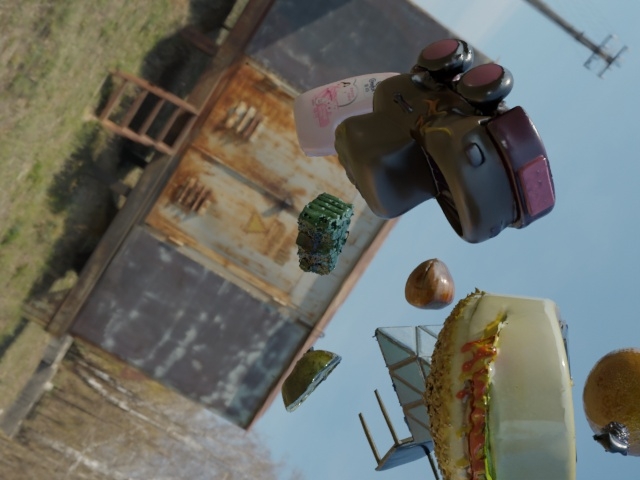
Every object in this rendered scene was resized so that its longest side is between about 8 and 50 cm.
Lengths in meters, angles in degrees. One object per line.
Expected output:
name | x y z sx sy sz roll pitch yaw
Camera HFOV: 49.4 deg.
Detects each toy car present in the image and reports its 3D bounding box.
toy car | 0.175 -0.125 1.055 0.240 0.271 0.340 -30 -143 -4

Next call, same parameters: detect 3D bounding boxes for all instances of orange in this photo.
orange | 0.786 0.395 1.722 0.274 0.274 0.274 -56 -169 16

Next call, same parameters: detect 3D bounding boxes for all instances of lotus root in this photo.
lotus root | -0.035 0.322 1.671 0.183 0.078 0.203 -44 166 -9

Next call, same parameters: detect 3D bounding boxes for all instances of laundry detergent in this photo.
laundry detergent | 0.114 -0.270 1.422 0.088 0.335 0.159 39 41 -69

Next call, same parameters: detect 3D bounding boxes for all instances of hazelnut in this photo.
hazelnut | 0.308 0.125 1.959 0.150 0.150 0.150 -56 -169 16

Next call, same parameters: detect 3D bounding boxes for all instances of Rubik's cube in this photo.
Rubik's cube | 0.260 0.284 1.434 0.229 0.233 0.228 42 36 -66

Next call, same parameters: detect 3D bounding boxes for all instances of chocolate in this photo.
chocolate | 0.623 0.430 1.483 0.147 0.072 0.070 -2 101 -60

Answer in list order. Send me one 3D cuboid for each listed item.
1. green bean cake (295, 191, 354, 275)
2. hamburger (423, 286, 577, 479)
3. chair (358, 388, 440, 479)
green bean cake | 0.000 0.000 1.755 0.193 0.107 0.208 -49 157 -63
hamburger | 0.231 0.200 0.890 0.294 0.179 0.275 -17 103 -70
chair | 0.222 0.490 1.662 0.188 0.166 0.272 109 -36 -52
